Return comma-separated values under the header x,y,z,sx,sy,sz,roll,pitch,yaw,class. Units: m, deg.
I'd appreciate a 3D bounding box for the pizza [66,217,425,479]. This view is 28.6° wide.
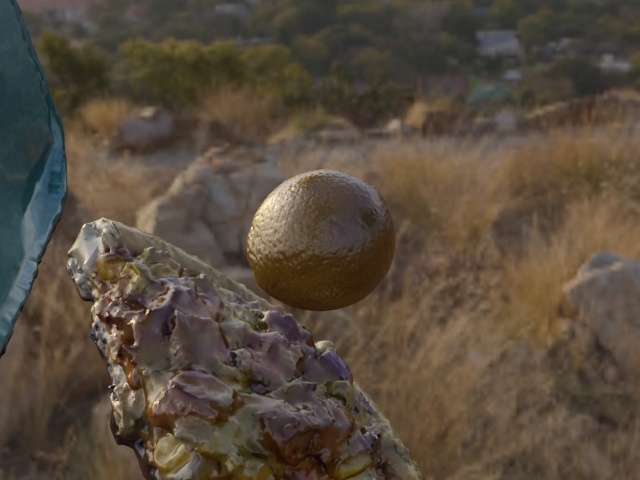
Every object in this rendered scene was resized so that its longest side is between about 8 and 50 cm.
x,y,z,sx,sy,sz,roll,pitch,yaw,class
-0.079,0.128,1.129,0.409,0.114,0.277,40,26,12,pizza

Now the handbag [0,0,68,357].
x,y,z,sx,sy,sz,roll,pitch,yaw,class
-0.155,-0.070,0.277,0.100,0.274,0.269,-12,28,5,handbag

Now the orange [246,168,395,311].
x,y,z,sx,sy,sz,roll,pitch,yaw,class
0.000,0.000,0.695,0.085,0.085,0.085,-3,27,1,orange
